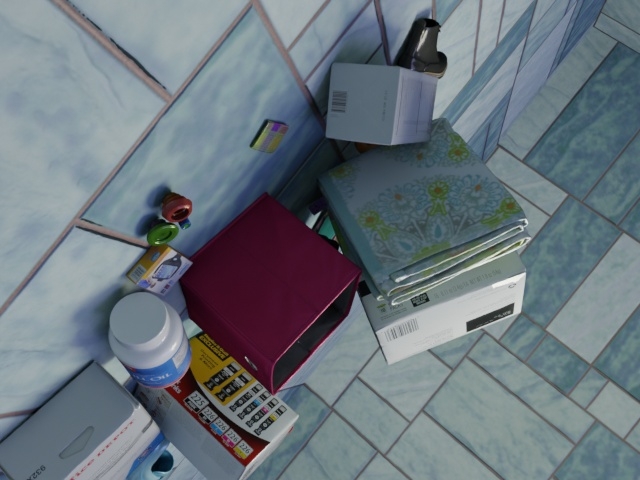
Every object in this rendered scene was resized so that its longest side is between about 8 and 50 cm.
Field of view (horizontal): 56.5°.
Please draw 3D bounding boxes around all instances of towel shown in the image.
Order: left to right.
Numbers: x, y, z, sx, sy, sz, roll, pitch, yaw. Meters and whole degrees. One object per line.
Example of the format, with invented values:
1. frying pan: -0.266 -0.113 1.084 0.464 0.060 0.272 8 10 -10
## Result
1. towel: -0.088 -0.181 1.044 0.060 0.009 0.083 -55 164 17
2. towel: 0.192 -0.071 1.210 0.320 0.374 0.090 -24 140 -3

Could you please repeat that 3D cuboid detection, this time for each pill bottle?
1. pill bottle: -0.300 0.174 1.045 0.124 0.124 0.221 -44 163 -23

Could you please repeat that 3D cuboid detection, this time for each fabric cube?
1. fabric cube: -0.104 0.115 1.217 0.259 0.258 0.254 -45 165 -23

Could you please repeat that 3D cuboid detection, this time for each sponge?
1. sponge: 0.068 -0.134 1.485 0.117 0.031 0.210 -31 -175 46

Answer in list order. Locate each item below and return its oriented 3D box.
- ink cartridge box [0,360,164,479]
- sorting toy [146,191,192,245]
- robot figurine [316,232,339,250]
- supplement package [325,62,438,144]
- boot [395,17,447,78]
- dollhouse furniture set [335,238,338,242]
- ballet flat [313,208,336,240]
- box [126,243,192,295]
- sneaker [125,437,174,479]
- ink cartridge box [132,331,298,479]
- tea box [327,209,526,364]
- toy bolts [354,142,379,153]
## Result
1. ink cartridge box: -0.439 0.388 1.129 0.223 0.129 0.307 -44 163 -24
2. sorting toy: -0.233 -0.038 0.918 0.061 0.042 0.102 1 141 -52
3. robot figurine: -0.050 0.117 1.482 0.209 0.173 0.278 -7 115 -77
4. supplement package: 0.125 -0.261 1.154 0.244 0.133 0.139 -20 119 -62
5. boot: 0.250 -0.433 1.327 0.198 0.077 0.137 -36 154 -47
6. dollhouse furniture set: 0.067 0.060 1.726 0.161 0.182 0.101 -52 165 2
7. ballet flat: 0.000 0.000 1.628 0.221 0.077 0.079 -58 -177 22
8. box: -0.270 0.051 1.025 0.081 0.028 0.136 -50 163 -6
9. sneaker: -0.433 0.552 1.424 0.366 0.150 0.135 114 -9 -45
10. ink cartridge box: -0.222 0.370 1.374 0.272 0.309 0.130 -31 155 -54
11. tea box: 0.230 0.046 1.331 0.329 0.324 0.220 -22 146 1
12. toy bolts: 0.208 -0.255 1.409 0.158 0.218 0.229 96 18 -56
